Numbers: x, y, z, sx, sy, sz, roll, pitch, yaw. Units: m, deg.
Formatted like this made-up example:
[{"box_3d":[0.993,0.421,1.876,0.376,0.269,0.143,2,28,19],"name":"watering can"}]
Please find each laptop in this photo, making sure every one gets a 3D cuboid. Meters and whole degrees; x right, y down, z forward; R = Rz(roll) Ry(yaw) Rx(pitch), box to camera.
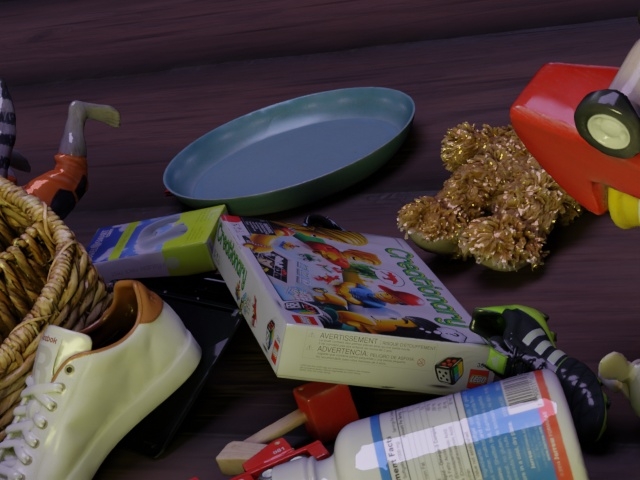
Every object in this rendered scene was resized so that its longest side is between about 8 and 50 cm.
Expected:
[{"box_3d":[-0.120,0.115,1.803,0.264,0.137,0.234,-2,8,-41],"name":"laptop"}]

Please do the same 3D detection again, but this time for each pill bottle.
[{"box_3d":[0.082,0.180,1.345,0.221,0.124,0.124,-16,22,5],"name":"pill bottle"}]

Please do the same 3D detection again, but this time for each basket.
[{"box_3d":[-0.356,0.079,1.711,0.213,0.223,0.299,5,43,49],"name":"basket"}]

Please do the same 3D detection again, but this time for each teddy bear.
[{"box_3d":[0.229,-0.075,1.865,0.338,0.113,0.245,-25,25,-18],"name":"teddy bear"}]

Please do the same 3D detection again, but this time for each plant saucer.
[{"box_3d":[-0.033,-0.104,2.221,0.317,0.044,0.317,-15,23,6],"name":"plant saucer"}]

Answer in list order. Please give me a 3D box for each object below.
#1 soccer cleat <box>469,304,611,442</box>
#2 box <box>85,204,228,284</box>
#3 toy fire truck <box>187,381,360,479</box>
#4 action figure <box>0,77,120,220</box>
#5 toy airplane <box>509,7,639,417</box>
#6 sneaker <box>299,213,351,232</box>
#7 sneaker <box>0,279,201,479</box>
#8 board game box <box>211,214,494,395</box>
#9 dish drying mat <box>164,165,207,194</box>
[{"box_3d":[0.176,0.109,1.493,0.072,0.060,0.179,4,26,-22],"name":"soccer cleat"},{"box_3d":[-0.195,0.012,2.066,0.178,0.042,0.109,-11,22,14],"name":"box"},{"box_3d":[-0.046,0.187,1.528,0.192,0.047,0.135,-23,22,-11],"name":"toy fire truck"},{"box_3d":[-0.395,-0.002,2.038,0.341,0.178,0.330,-8,45,34],"name":"action figure"},{"box_3d":[0.375,-0.004,1.449,0.386,0.272,0.384,-12,59,-9],"name":"toy airplane"},{"box_3d":[0.000,0.000,1.904,0.063,0.073,0.162,-29,24,-26],"name":"sneaker"},{"box_3d":[-0.240,0.149,1.618,0.106,0.123,0.290,7,48,50],"name":"sneaker"},{"box_3d":[0.023,0.056,1.676,0.193,0.053,0.305,7,16,-17],"name":"board game box"},{"box_3d":[-0.165,-0.078,2.306,0.032,0.008,0.083,-7,25,27],"name":"dish drying mat"}]
